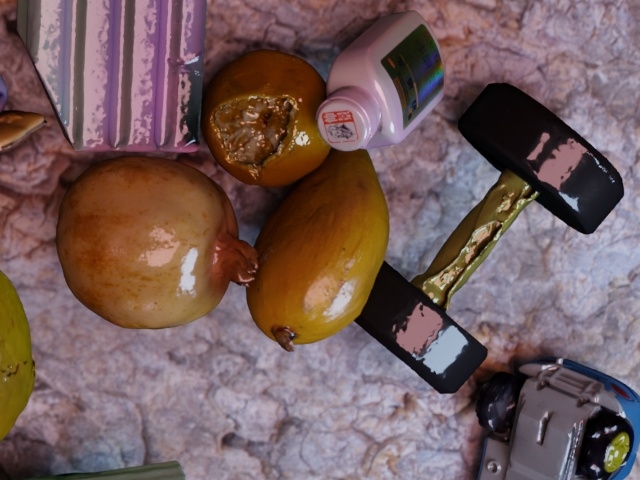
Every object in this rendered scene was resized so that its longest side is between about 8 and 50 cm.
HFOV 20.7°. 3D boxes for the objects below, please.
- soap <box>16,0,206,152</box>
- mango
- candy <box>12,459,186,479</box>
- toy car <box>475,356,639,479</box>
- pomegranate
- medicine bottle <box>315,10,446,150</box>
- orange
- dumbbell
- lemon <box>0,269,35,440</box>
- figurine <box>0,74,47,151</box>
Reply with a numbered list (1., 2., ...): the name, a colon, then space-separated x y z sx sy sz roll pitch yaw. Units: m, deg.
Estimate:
1. soap: -0.224 -0.258 1.873 0.192 0.109 0.324 -1 105 -21
2. mango: 0.000 0.000 1.940 0.119 0.317 0.176 36 129 -22
3. candy: -0.286 0.422 2.017 0.262 0.172 0.398 -4 118 -13
4. toy car: 0.293 0.300 2.168 0.166 0.198 0.314 -8 112 -49
5. pomegranate: -0.185 0.000 1.908 0.207 0.207 0.207 -5 106 -17
6. medicine bottle: 0.066 -0.168 1.943 0.078 0.219 0.115 -7 112 30
7. orange: -0.057 -0.135 1.943 0.154 0.134 0.155 0 88 -4
8. dumbbell: 0.176 -0.002 2.023 0.204 0.204 0.322 40 90 -23
9. lemon: -0.443 0.113 1.815 0.297 0.297 0.297 -5 106 -17
10. figurine: -0.410 -0.207 1.795 0.208 0.181 0.257 -18 105 9
